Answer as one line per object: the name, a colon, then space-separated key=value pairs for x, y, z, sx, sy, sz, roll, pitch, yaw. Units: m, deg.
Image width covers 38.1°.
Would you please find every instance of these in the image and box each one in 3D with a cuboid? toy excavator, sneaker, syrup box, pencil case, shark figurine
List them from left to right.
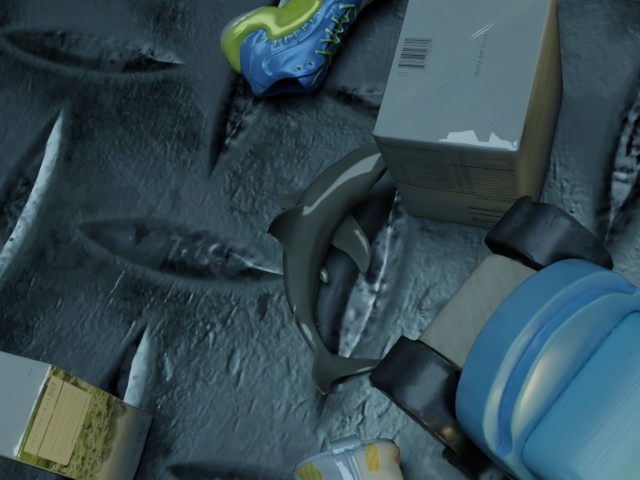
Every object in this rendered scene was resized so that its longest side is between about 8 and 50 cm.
syrup box: x=-0.272 y=0.192 z=0.960 sx=0.096 sy=0.237 sz=0.093 roll=10 pitch=71 yaw=19
shark figurine: x=-0.017 y=0.022 z=1.020 sx=0.166 sy=0.116 sz=0.278 roll=3 pitch=82 yaw=33
sneaker: x=0.000 y=-0.255 z=1.168 sx=0.240 sy=0.091 sz=0.126 roll=-25 pitch=82 yaw=4
pencil case: x=0.053 y=0.327 z=0.873 sx=0.113 sy=0.124 sz=0.273 roll=-19 pitch=63 yaw=8
toy excavator: x=0.314 y=0.216 z=0.768 sx=0.222 sy=0.433 sz=0.445 roll=-48 pitch=36 yaw=-7

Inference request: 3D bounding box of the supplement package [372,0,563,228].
supplement package: x=0.166 y=-0.140 z=0.992 sx=0.149 sy=0.203 sz=0.194 roll=10 pitch=70 yaw=20
